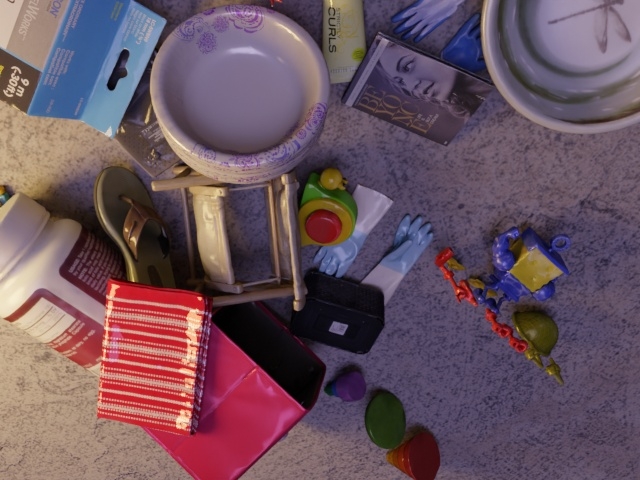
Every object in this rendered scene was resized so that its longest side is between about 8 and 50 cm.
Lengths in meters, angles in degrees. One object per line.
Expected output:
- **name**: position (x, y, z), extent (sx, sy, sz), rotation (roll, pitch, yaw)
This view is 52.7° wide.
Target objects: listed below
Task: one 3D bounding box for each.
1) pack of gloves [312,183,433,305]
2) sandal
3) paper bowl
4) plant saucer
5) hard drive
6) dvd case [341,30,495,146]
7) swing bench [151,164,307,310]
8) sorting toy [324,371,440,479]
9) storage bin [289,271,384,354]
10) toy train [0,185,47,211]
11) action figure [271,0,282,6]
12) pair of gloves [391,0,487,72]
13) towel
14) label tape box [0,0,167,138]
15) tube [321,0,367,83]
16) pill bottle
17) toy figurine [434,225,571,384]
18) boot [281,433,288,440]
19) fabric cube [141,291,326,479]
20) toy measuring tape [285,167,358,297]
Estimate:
- **pack of gloves**: position (0.107, 0.024, 1.323), extent (0.195, 0.046, 0.232), rotation (24, 117, -13)
- **sandal**: position (-0.328, -0.004, 1.227), extent (0.086, 0.120, 0.302), rotation (-22, 90, 38)
- **paper bowl**: position (-0.130, -0.232, 1.078), extent (0.284, 0.148, 0.284), rotation (1, 78, -4)
- **plant saucer**: position (0.457, -0.377, 1.059), extent (0.401, 0.100, 0.400), rotation (0, 119, 0)
- **hard drive**: position (-0.322, -0.256, 1.165), extent (0.172, 0.054, 0.254), rotation (-31, 114, 16)
- **dvd case**: position (0.166, -0.259, 1.138), extent (0.221, 0.018, 0.164), rotation (21, 144, -10)
- **swing bench**: position (-0.155, -0.011, 1.209), extent (0.255, 0.165, 0.253), rotation (-2, 107, 3)
- **sorting toy**: position (0.134, 0.449, 1.551), extent (0.126, 0.127, 0.365), rotation (-21, 118, 46)
- **storage bin**: position (0.036, 0.155, 1.365), extent (0.180, 0.084, 0.122), rotation (18, 128, -8)
- **toy train**: position (-0.623, -0.034, 1.300), extent (0.166, 0.046, 0.125), rotation (33, 114, -17)
- **action figure**: position (-0.105, -0.473, 0.997), extent (0.280, 0.139, 0.091), rotation (40, 114, -22)
- **pair of gloves**: position (0.221, -0.365, 1.114), extent (0.159, 0.023, 0.198), rotation (-34, 114, 18)
- **towel**: position (-0.302, 0.210, 1.161), extent (0.199, 0.031, 0.274), rotation (10, 100, 9)
- **label tape box**: position (-0.458, -0.340, 1.048), extent (0.334, 0.106, 0.240), rotation (31, 111, -3)
- **tube**: position (0.040, -0.381, 1.090), extent (0.070, 0.062, 0.240), rotation (20, 130, 29)
- **pill bottle**: position (-0.474, 0.100, 1.253), extent (0.224, 0.224, 0.392), rotation (-37, 118, 20)
- **toy figurine**: position (0.430, 0.090, 1.282), extent (0.362, 0.191, 0.217), rotation (38, 109, -20)
- **boot**: position (-0.134, 0.345, 1.475), extent (0.123, 0.095, 0.258), rotation (-38, 107, 19)
- **fabric cube**: position (-0.177, 0.294, 1.296), extent (0.259, 0.254, 0.258), rotation (43, 101, 0)
- **toy measuring tape**: position (0.000, 0.000, 1.279), extent (0.121, 0.121, 0.330), rotation (12, 127, -6)
